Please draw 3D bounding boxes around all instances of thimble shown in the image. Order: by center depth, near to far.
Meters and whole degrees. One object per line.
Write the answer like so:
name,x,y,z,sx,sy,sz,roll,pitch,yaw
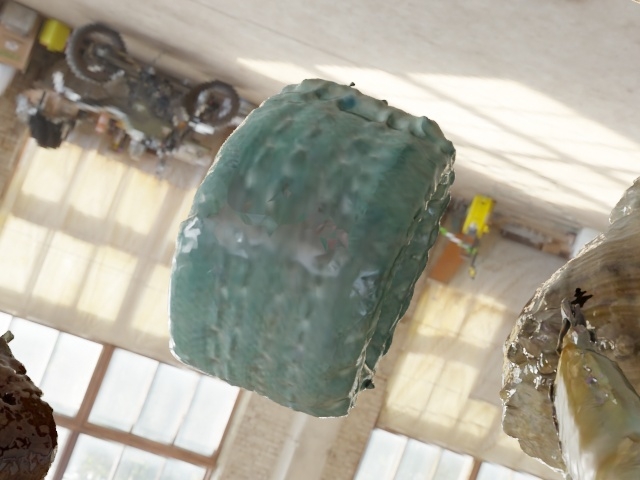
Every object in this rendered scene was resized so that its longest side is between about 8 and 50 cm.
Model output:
thimble,0.000,0.000,0.626,0.143,0.235,0.198,20,174,12

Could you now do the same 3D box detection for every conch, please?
conch,0.306,0.078,0.750,0.297,0.352,0.210,6,170,25

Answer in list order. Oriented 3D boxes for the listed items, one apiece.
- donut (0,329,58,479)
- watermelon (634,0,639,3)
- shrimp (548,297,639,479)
donut,-0.224,0.154,0.428,0.085,0.217,0.141,29,-175,30
watermelon,0.150,-0.135,0.348,0.078,0.078,0.110,20,164,11
shrimp,0.189,0.081,0.350,0.068,0.185,0.287,30,153,-15
